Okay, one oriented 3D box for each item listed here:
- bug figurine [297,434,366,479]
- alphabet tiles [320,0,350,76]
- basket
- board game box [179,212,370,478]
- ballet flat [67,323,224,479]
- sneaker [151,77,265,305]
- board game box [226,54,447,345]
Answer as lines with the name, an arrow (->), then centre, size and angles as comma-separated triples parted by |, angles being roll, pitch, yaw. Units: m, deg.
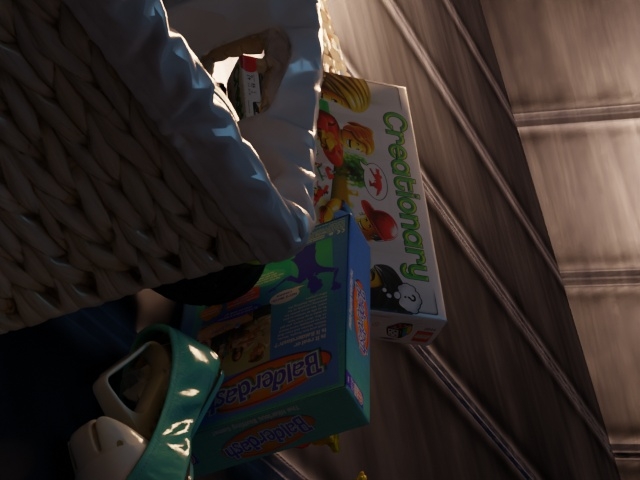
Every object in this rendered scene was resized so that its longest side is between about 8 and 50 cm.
bug figurine -> -0.008, 0.242, 1.224 | 0.279, 0.072, 0.216 | -91, 162, -57
alphabet tiles -> -0.002, -0.261, 1.841 | 0.278, 0.021, 0.284 | 9, 62, -76
basket -> -0.183, -0.166, 0.802 | 0.328, 0.266, 0.331 | -90, 155, -48
board game box -> -0.039, 0.082, 1.152 | 0.210, 0.160, 0.047 | -86, 152, -51
ballet flat -> -0.129, 0.140, 0.981 | 0.087, 0.083, 0.247 | 39, 27, -15
sneaker -> -0.137, -0.128, 1.112 | 0.147, 0.145, 0.385 | -71, 140, -64
board game box -> 0.011, -0.044, 1.437 | 0.192, 0.053, 0.305 | 8, 52, -21
